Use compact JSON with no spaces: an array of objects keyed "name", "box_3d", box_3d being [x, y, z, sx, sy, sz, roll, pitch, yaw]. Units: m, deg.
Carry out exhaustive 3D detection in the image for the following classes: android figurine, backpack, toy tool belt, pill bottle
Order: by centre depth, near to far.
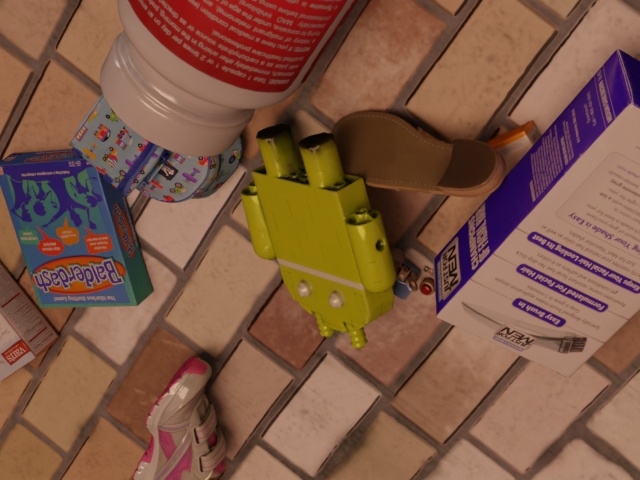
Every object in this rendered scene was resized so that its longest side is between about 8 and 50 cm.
[{"name":"pill bottle","box_3d":[-0.071,-0.289,1.513,0.229,0.229,0.407,38,124,3]},{"name":"android figurine","box_3d":[0.000,0.000,1.689,0.248,0.056,0.273,18,129,49]},{"name":"toy tool belt","box_3d":[0.095,0.047,1.715,0.083,0.051,0.052,33,124,6]},{"name":"backpack","box_3d":[-0.190,-0.116,1.727,0.173,0.117,0.158,44,125,-5]}]

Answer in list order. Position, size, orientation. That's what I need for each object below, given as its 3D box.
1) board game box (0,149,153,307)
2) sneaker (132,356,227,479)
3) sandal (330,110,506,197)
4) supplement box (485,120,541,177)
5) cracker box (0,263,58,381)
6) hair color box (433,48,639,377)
[{"name":"board game box","box_3d":[-0.321,-0.014,1.880,0.160,0.047,0.210,-3,114,26]},{"name":"sneaker","box_3d":[-0.171,0.261,1.927,0.111,0.103,0.252,23,129,8]},{"name":"sandal","box_3d":[0.117,-0.080,1.622,0.240,0.088,0.079,16,165,41]},{"name":"supplement box","box_3d":[0.230,-0.075,1.599,0.062,0.036,0.098,-25,103,31]},{"name":"cracker box","box_3d":[-0.494,0.090,2.002,0.156,0.067,0.232,-32,98,34]},{"name":"hair color box","box_3d":[0.287,-0.019,1.524,0.185,0.110,0.339,25,125,-19]}]
